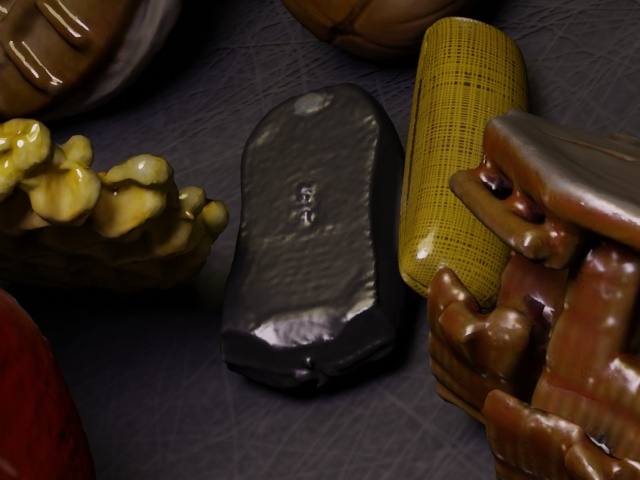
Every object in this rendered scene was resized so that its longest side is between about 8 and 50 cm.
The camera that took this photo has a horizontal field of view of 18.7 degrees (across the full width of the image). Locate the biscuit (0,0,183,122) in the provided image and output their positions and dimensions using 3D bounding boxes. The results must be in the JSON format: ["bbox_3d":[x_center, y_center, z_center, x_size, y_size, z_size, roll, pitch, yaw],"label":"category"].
[{"bbox_3d":[-0.231,-0.244,1.435,0.332,0.332,0.103,12,15,34],"label":"biscuit"}]

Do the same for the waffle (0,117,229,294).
[{"bbox_3d":[-0.207,-0.017,1.207,0.329,0.329,0.062,2,79,27],"label":"waffle"}]

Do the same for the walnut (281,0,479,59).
[{"bbox_3d":[0.047,-0.223,1.367,0.167,0.167,0.207,-1,52,25],"label":"walnut"}]

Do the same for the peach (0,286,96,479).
[{"bbox_3d":[-0.310,0.186,1.022,0.339,0.353,0.416,19,41,28],"label":"peach"}]

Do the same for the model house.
[{"bbox_3d":[0.142,0.065,1.038,0.199,0.219,0.229,18,103,27],"label":"model house"}]

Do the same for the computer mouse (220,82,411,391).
[{"bbox_3d":[0.000,0.000,1.245,0.122,0.073,0.217,-9,53,21],"label":"computer mouse"}]

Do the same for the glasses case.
[{"bbox_3d":[0.094,-0.052,1.244,0.079,0.064,0.234,22,48,-15],"label":"glasses case"}]
